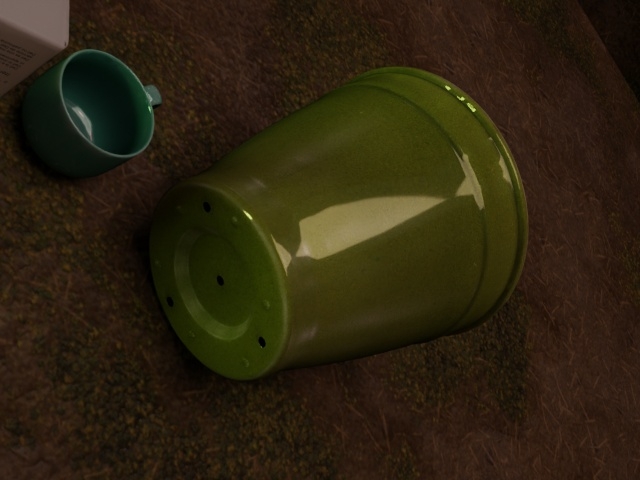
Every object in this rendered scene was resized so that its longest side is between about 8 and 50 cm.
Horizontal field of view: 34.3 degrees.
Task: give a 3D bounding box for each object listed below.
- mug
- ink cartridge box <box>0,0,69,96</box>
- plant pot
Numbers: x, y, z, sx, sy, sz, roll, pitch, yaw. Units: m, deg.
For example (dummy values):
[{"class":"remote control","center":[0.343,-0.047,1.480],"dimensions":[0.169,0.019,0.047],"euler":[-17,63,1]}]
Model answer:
[{"class":"mug","center":[-0.257,-0.132,1.167],"dimensions":[0.157,0.097,0.130],"euler":[23,55,-45]},{"class":"ink cartridge box","center":[-0.380,-0.185,0.888],"dimensions":[0.201,0.278,0.117],"euler":[22,53,-45]},{"class":"plant pot","center":[0.000,0.000,1.253],"dimensions":[0.353,0.366,0.367],"euler":[-22,90,-43]}]
